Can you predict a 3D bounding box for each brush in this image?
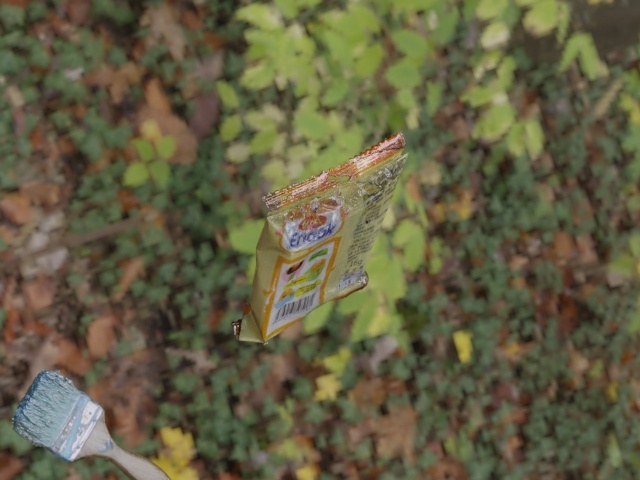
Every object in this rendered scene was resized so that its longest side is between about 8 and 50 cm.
[{"bbox_3d":[-0.205,0.194,1.341,0.196,0.021,0.070,41,68,-33],"label":"brush"}]

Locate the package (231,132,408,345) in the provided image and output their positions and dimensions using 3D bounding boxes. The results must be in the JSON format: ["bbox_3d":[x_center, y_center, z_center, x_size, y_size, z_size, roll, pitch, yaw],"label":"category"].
[{"bbox_3d":[0.000,0.002,0.821,0.108,0.121,0.031,-28,58,-36],"label":"package"}]
